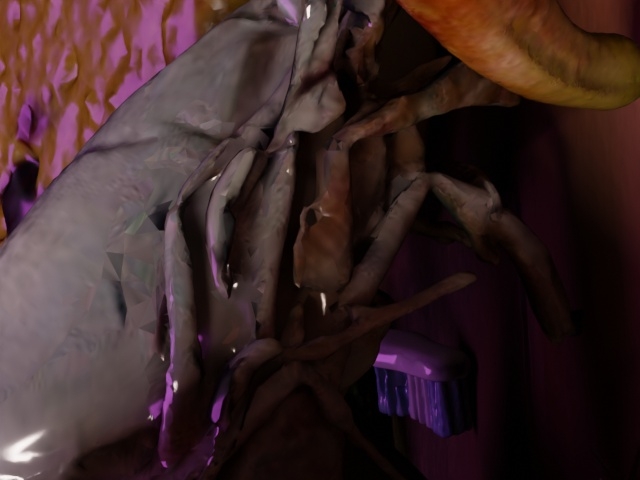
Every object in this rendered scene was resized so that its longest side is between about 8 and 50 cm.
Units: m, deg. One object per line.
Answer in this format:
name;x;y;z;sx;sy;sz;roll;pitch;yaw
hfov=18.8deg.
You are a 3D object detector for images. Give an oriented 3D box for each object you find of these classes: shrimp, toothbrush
shrimp;-0.006;-0.004;0.557;0.343;0.145;0.116;-60;-26;-9
toothbrush;-0.044;0.034;0.950;0.386;0.040;0.040;15;110;56

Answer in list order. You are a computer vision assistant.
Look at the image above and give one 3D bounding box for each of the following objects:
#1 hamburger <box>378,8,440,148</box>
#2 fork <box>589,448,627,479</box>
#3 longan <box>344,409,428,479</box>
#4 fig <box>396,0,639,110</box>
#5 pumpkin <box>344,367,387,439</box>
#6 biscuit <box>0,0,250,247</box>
hamburger;-0.042;-0.124;0.915;0.300;0.176;0.300;176;90;-85
fork;0.080;0.095;0.554;0.115;0.012;0.016;86;-178;-49
longan;-0.035;0.151;0.684;0.246;0.215;0.246;169;90;-87
fig;0.015;-0.116;0.402;0.175;0.175;0.207;-126;24;-82
pumpkin;-0.097;0.111;1.123;0.263;0.293;0.196;-14;-71;-54
biscuit;-0.099;-0.094;0.733;0.296;0.075;0.295;-3;87;52
